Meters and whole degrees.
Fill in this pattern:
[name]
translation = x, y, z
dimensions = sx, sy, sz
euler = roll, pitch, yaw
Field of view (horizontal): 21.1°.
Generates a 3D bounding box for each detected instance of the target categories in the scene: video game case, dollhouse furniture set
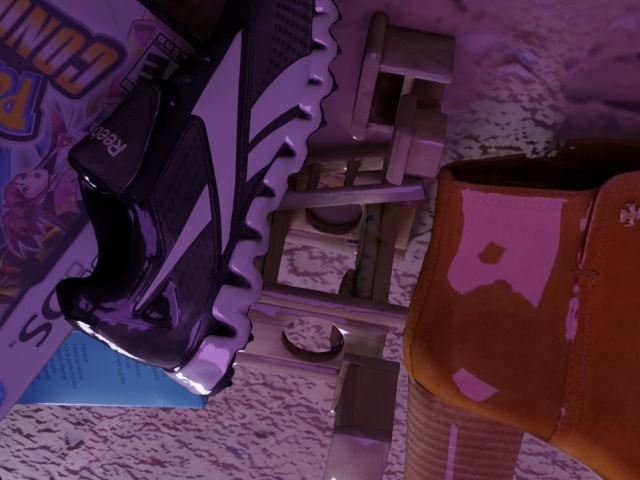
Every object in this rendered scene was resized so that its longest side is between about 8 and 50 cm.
[video game case]
translation = -0.193, -0.047, 0.811
dimensions = 0.248, 0.035, 0.275
euler = -52, 133, 0
[dollhouse furniture set]
translation = 0.000, 0.000, 0.862
dimensions = 0.101, 0.182, 0.161
euler = 10, 132, -1

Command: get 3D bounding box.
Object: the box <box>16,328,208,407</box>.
[box]
translation = -0.180, 0.038, 0.974
dimensions = 0.244, 0.100, 0.060
euler = 0, 130, 7

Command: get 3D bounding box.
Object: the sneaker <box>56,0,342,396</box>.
[sneaker]
translation = -0.062, -0.048, 0.819
dimensions = 0.106, 0.078, 0.234
euler = 18, 87, -26

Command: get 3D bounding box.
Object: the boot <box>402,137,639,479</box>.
[boot]
translation = 0.189, 0.051, 0.941
dimensions = 0.295, 0.104, 0.211
euler = 2, 113, -18

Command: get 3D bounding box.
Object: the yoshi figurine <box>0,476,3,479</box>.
[yoshi figurine]
translation = -0.317, 0.222, 1.008
dimensions = 0.203, 0.203, 0.362
euler = 42, 86, -1
